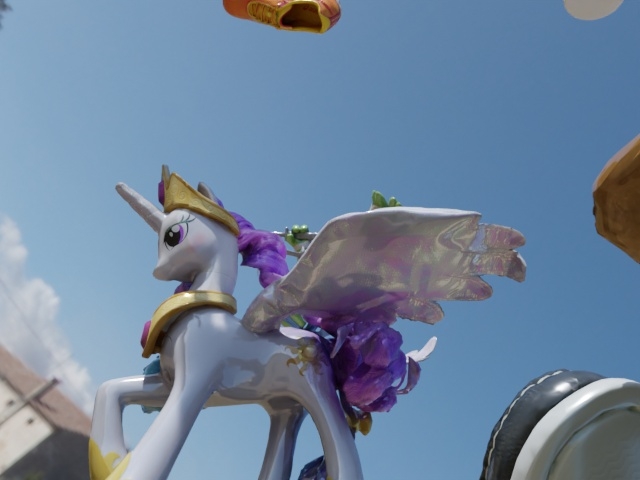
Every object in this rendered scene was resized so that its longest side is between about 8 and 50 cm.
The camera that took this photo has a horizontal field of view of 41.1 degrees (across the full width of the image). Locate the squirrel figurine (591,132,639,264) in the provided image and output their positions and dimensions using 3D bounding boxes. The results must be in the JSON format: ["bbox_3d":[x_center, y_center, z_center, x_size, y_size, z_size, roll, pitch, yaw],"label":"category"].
[{"bbox_3d":[0.358,-0.038,0.277,0.281,0.370,0.397,55,-39,13],"label":"squirrel figurine"}]

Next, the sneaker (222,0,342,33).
[{"bbox_3d":[-0.059,-0.312,1.136,0.175,0.067,0.064,11,-52,25],"label":"sneaker"}]

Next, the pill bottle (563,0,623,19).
[{"bbox_3d":[0.380,-0.409,1.225,0.112,0.186,0.112,2,-36,2],"label":"pill bottle"}]

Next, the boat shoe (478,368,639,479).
[{"bbox_3d":[0.107,0.173,0.391,0.091,0.114,0.302,41,-34,56],"label":"boat shoe"}]

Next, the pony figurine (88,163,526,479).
[{"bbox_3d":[-0.029,0.104,0.736,0.351,0.363,0.303,12,-36,-11],"label":"pony figurine"}]

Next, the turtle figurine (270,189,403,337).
[{"bbox_3d":[0.000,0.000,1.396,0.274,0.266,0.198,51,-7,13],"label":"turtle figurine"}]
